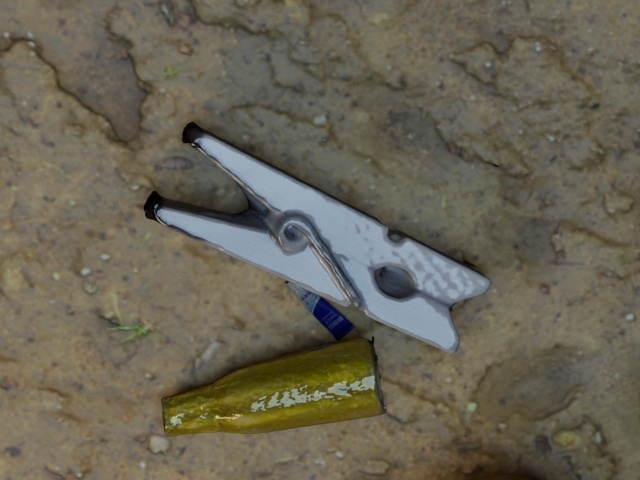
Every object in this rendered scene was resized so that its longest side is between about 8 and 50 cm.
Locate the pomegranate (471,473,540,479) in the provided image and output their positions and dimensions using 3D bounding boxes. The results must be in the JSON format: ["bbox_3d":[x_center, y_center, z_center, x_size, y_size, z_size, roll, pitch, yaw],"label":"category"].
[{"bbox_3d":[0.195,0.367,1.821,0.307,0.307,0.307,-1,103,-7],"label":"pomegranate"}]

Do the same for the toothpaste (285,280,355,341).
[{"bbox_3d":[-0.001,0.065,1.871,0.024,0.015,0.083,-40,109,11],"label":"toothpaste"}]

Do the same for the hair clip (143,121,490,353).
[{"bbox_3d":[0.000,0.000,1.820,0.331,0.085,0.101,25,91,-12],"label":"hair clip"}]

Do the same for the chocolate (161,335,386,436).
[{"bbox_3d":[-0.048,0.152,1.852,0.219,0.085,0.085,-12,104,0],"label":"chocolate"}]
